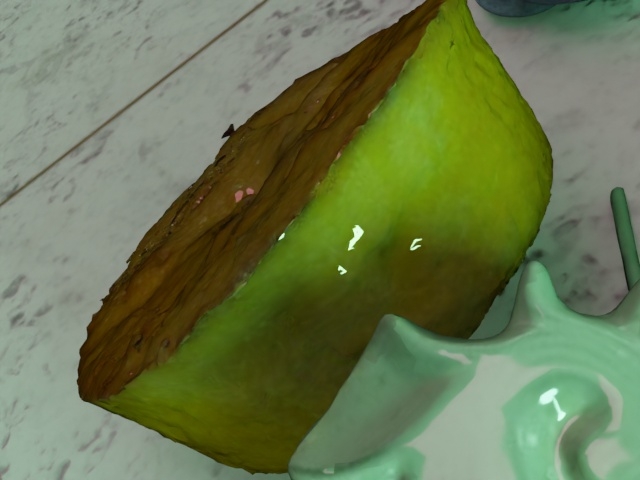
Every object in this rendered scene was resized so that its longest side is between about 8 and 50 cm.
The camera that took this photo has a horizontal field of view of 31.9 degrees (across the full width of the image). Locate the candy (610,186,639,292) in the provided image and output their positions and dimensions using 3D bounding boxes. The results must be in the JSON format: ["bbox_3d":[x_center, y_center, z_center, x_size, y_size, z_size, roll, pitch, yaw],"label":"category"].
[{"bbox_3d":[0.155,0.040,0.529,0.060,0.060,0.201,-20,37,19],"label":"candy"}]

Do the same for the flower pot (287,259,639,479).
[{"bbox_3d":[0.178,0.046,0.374,0.254,0.164,0.367,35,76,22],"label":"flower pot"}]

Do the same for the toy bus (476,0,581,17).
[{"bbox_3d":[0.187,-0.290,0.687,0.232,0.197,0.294,-8,49,16],"label":"toy bus"}]

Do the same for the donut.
[{"bbox_3d":[-0.001,0.000,0.556,0.277,0.108,0.277,-45,16,16],"label":"donut"}]
